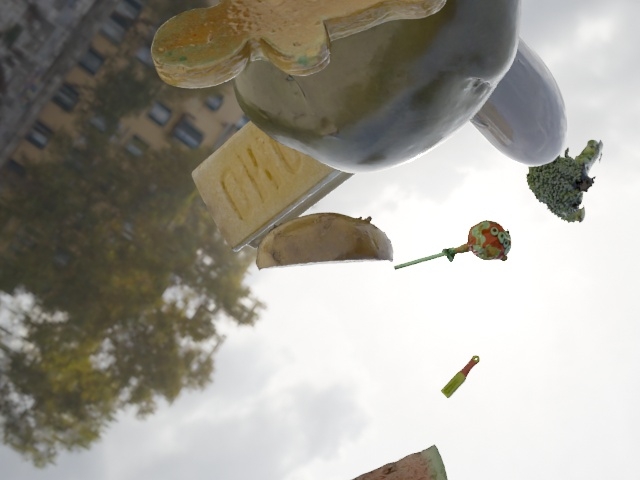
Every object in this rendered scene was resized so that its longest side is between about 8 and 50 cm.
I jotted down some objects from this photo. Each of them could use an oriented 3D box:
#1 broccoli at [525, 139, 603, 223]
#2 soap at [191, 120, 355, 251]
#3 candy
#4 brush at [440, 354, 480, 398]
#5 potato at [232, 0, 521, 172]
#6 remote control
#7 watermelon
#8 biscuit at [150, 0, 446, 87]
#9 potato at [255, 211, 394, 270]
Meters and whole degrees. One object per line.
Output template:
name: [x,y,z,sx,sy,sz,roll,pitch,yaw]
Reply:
broccoli: [0.420,-0.115,1.716,0.204,0.122,0.118,-35,157,-48]
soap: [-0.075,-0.121,1.719,0.274,0.173,0.089,-37,166,33]
candy: [0.158,0.016,1.280,0.184,0.055,0.049,-19,-156,44]
brush: [0.222,0.211,1.617,0.019,0.021,0.083,44,-79,27]
potato: [0.057,-0.201,1.032,0.326,0.243,0.221,-33,176,33]
remote control: [0.232,-0.242,1.449,0.103,0.332,0.221,-31,-155,36]
watermelon: [0.083,0.403,1.405,0.256,0.176,0.260,-58,-139,27]
biscuit: [-0.027,-0.184,0.840,0.234,0.030,0.153,-28,-134,-15]
potato: [0.001,-0.001,0.678,0.036,0.093,0.037,22,65,-85]
